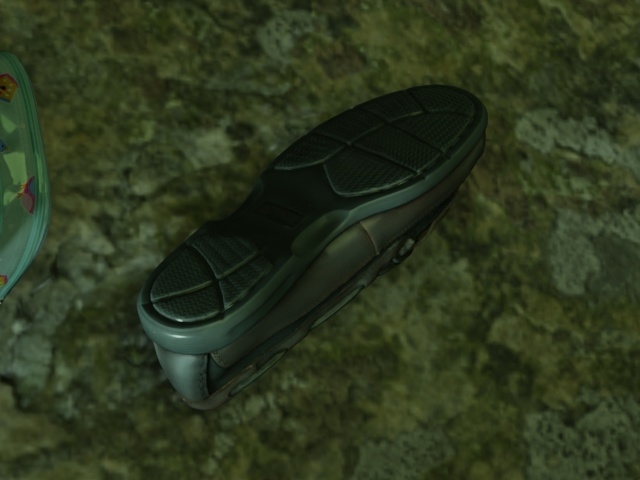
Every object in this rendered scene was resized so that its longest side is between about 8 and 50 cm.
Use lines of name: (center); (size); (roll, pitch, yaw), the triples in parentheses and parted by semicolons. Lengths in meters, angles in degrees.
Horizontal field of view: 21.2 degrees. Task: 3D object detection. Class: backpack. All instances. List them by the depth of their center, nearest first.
backpack: (-0.221, -0.037, 0.891); (0.144, 0.188, 0.165); (-5, 75, -23)

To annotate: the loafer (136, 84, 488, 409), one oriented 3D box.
loafer: (0.000, 0.000, 1.039); (0.267, 0.084, 0.096); (-37, 47, -28)
